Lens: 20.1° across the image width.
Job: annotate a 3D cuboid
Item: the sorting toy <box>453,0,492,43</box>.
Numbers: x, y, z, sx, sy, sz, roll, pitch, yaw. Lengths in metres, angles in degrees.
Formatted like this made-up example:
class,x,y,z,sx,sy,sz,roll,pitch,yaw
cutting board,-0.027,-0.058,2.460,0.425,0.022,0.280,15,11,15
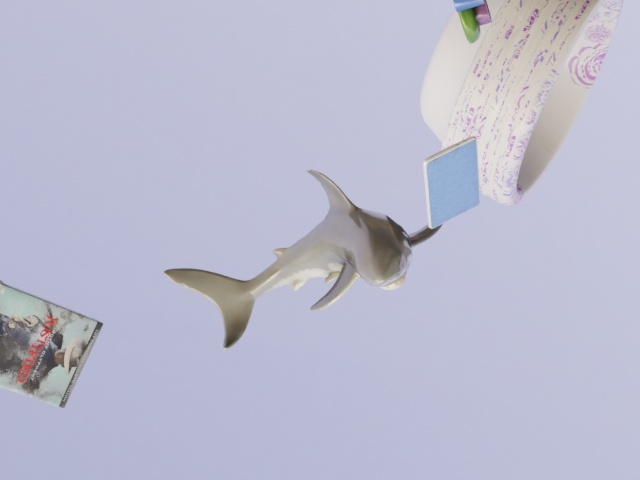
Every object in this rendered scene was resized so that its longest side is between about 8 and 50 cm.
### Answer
class,x,y,z,sx,sy,sz,roll,pitch,yaw
sorting toy,0.133,-0.218,1.540,0.042,0.102,0.061,-16,-150,9

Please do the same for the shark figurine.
class,x,y,z,sx,sy,sz,roll,pitch,yaw
shark figurine,-0.006,-0.005,1.666,0.166,0.278,0.116,-43,-72,-40

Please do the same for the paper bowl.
class,x,y,z,sx,sy,sz,roll,pitch,yaw
paper bowl,0.216,-0.194,2.023,0.148,0.284,0.284,28,-140,15

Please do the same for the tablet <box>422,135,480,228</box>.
class,x,y,z,sx,sy,sz,roll,pitch,yaw
tablet,0.113,-0.050,1.551,0.054,0.083,0.006,-26,-131,-16

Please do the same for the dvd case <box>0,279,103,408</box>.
class,x,y,z,sx,sy,sz,roll,pitch,yaw
dvd case,-0.255,0.093,1.586,0.119,0.087,0.013,27,178,-44
